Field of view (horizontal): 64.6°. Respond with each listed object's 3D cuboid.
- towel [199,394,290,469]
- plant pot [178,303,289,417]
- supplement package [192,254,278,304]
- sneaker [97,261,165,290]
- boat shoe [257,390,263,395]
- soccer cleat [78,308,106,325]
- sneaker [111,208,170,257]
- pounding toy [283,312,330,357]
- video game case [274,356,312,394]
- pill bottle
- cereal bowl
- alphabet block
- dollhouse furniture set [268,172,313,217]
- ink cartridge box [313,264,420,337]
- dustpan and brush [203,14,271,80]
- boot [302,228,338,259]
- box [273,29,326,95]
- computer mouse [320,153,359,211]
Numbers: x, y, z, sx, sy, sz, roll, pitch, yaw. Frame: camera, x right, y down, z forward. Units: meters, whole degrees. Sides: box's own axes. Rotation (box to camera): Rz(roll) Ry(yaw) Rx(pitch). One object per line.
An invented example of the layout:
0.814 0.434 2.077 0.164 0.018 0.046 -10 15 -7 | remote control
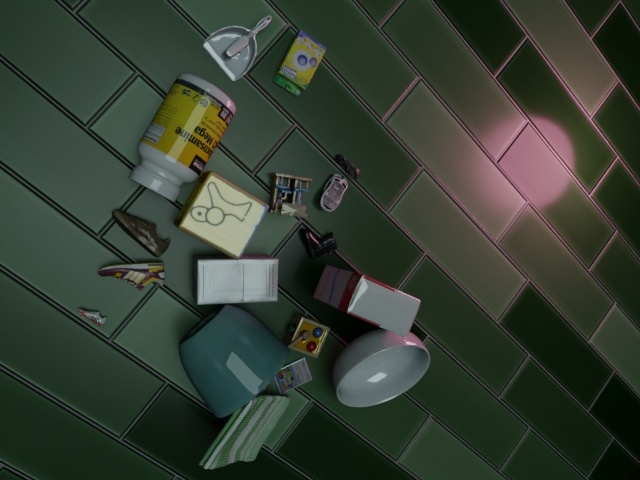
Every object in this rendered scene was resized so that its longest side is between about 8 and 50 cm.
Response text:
-0.218 0.587 1.566 0.248 0.038 0.325 -56 154 -5 | towel
-0.278 0.333 1.511 0.293 0.293 0.235 -41 98 -12 | plant pot
-0.263 0.117 1.562 0.244 0.134 0.139 1 94 -20 | supplement package
-0.555 0.108 1.491 0.185 0.069 0.084 -3 91 -19 | sneaker
-0.237 0.500 1.657 0.133 0.049 0.042 -33 114 -9 | boat shoe
-0.669 0.218 1.484 0.083 0.029 0.036 39 73 -22 | soccer cleat
-0.529 -0.034 1.499 0.188 0.066 0.071 49 62 -23 | sneaker
-0.059 0.321 1.676 0.141 0.100 0.130 25 86 -21 | pounding toy
-0.096 0.460 1.724 0.122 0.011 0.087 -22 103 -17 | video game case
-0.397 -0.287 1.444 0.188 0.188 0.334 30 85 -20 | pill bottle
0.190 0.410 1.718 0.339 0.141 0.339 -14 135 -14 | cereal bowl
-0.297 -0.076 1.500 0.197 0.193 0.192 32 83 -20 | alphabet block
-0.078 -0.139 1.577 0.129 0.183 0.129 7 93 -20 | dollhouse furniture set
0.138 0.186 1.624 0.226 0.306 0.131 24 86 -21 | ink cartridge box
-0.231 -0.609 1.539 0.211 0.060 0.147 -45 108 -10 | dustpan and brush
0.000 0.000 1.694 0.099 0.045 0.121 -24 110 -14 | boot
-0.067 -0.562 1.614 0.105 0.043 0.179 28 87 -20 | box
0.051 -0.185 1.698 0.106 0.042 0.193 36 77 -24 | computer mouse
